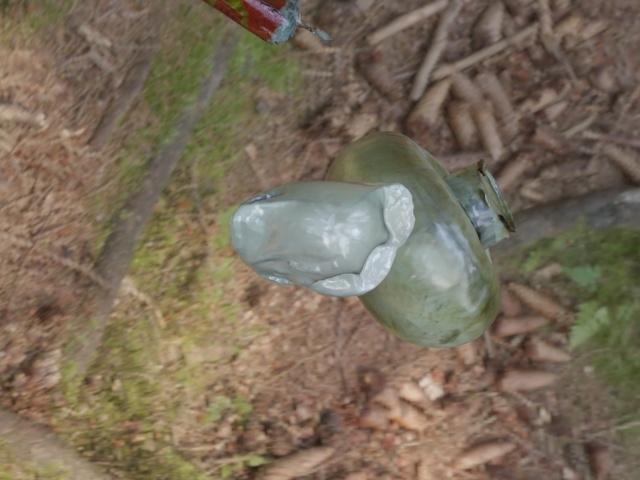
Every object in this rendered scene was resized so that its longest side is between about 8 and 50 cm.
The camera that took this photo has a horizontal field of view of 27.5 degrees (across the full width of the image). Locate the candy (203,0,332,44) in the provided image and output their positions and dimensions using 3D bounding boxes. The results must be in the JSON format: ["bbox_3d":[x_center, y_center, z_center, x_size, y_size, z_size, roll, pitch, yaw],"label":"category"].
[{"bbox_3d":[-0.113,-0.352,1.879,0.292,0.059,0.086,30,39,-9],"label":"candy"}]

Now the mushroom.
[{"bbox_3d":[0.151,-0.006,1.923,0.260,0.352,0.352,-27,92,10],"label":"mushroom"}]

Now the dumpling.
[{"bbox_3d":[0.000,0.000,1.535,0.229,0.124,0.151,-1,118,-15],"label":"dumpling"}]
